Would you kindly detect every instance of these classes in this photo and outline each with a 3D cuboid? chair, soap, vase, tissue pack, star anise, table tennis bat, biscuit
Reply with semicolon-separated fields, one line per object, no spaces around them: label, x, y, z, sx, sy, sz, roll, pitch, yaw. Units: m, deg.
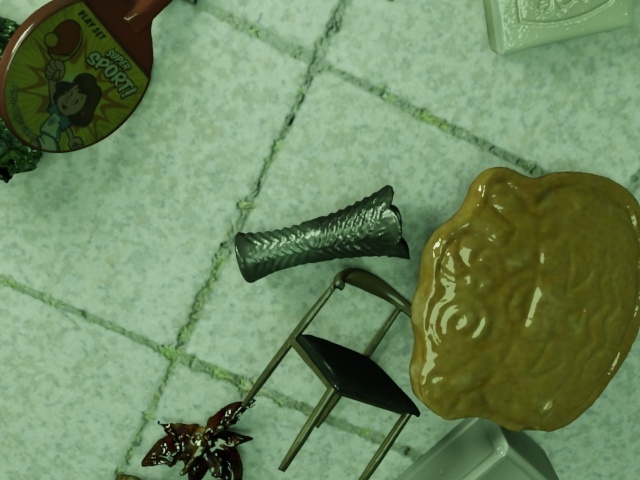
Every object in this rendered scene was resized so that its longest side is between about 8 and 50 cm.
chair;0.040;0.194;1.034;0.188;0.166;0.272;25;100;-36
soap;0.311;-0.326;0.945;0.183;0.064;0.121;-12;109;4
vase;0.000;0.000;1.024;0.238;0.115;0.115;-14;107;8
tissue pack;0.234;0.402;1.121;0.136;0.159;0.246;43;103;-11
star anise;-0.181;0.344;1.152;0.212;0.053;0.157;-18;104;3
table tennis bat;-0.285;-0.245;0.927;0.038;0.200;0.310;38;83;31
biscuit;0.307;0.086;1.014;0.365;0.062;0.385;11;96;-18

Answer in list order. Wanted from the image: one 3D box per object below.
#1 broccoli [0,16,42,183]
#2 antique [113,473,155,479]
broccoli;-0.499;-0.210;0.930;0.246;0.248;0.288;11;123;33
antique;-0.211;0.487;1.166;0.284;0.150;0.125;10;110;-12
